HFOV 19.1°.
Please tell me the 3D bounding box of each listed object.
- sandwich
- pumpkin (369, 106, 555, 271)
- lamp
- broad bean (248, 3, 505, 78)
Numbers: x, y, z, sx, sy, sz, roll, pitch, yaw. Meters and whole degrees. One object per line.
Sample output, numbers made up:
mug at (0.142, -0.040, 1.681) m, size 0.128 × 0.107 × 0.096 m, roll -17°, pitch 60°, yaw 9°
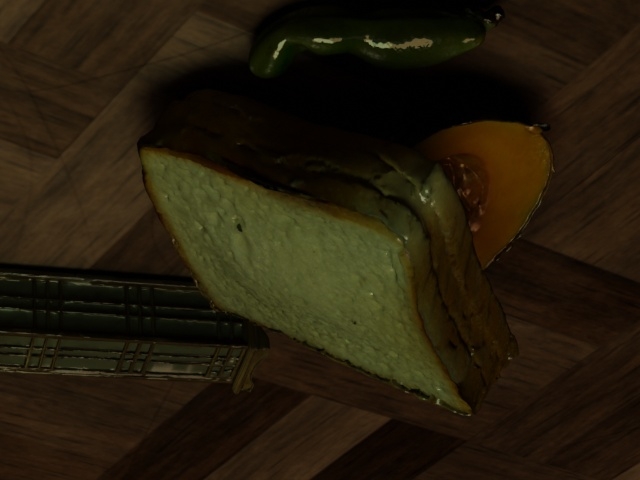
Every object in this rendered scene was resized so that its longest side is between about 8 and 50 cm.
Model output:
sandwich at (0.000, 0.000, 1.610) m, size 0.301 × 0.099 × 0.271 m, roll 21°, pitch 147°, yaw 32°
pumpkin at (0.123, -0.040, 1.716) m, size 0.163 × 0.111 × 0.278 m, roll -21°, pitch 138°, yaw -8°
lamp at (-0.218, 0.084, 1.828) m, size 0.325 × 0.089 × 0.090 m, roll 4°, pitch 143°, yaw -15°
broad bean at (0.046, -0.165, 1.557) m, size 0.214 × 0.048 × 0.070 m, roll -6°, pitch 144°, yaw 0°
